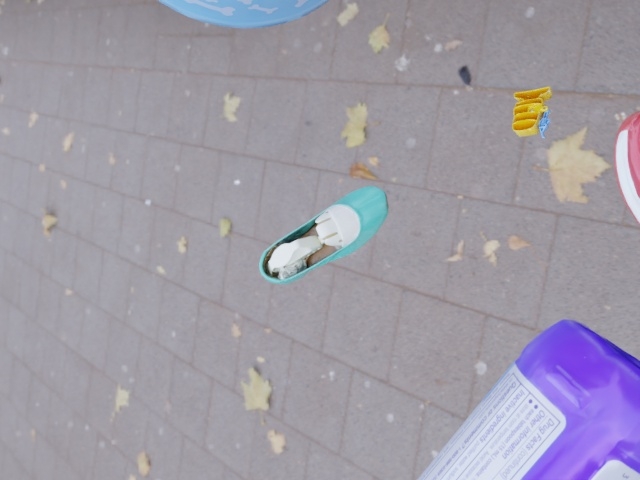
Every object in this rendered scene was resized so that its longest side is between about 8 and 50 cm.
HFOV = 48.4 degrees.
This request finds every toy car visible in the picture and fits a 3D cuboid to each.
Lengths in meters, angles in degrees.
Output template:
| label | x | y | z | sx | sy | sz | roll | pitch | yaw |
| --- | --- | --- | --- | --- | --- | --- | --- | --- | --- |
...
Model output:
| label | x | y | z | sx | sy | sz | roll | pitch | yaw |
| --- | --- | --- | --- | --- | --- | --- | --- | --- | --- |
| toy car | 0.172 | -0.054 | 0.410 | 0.122 | 0.060 | 0.041 | 6 | 65 | 28 |

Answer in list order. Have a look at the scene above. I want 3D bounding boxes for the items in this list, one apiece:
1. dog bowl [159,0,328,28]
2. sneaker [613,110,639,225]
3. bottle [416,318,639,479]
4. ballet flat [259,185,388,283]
| label | x | y | z | sx | sy | sz | roll | pitch | yaw |
| --- | --- | --- | --- | --- | --- | --- | --- | --- | --- |
| dog bowl | -0.010 | -0.255 | 0.350 | 0.297 | 0.165 | 0.074 | -62 | 8 | 4 |
| sneaker | 0.336 | -0.019 | 0.588 | 0.221 | 0.087 | 0.128 | 66 | 166 | 1 |
| bottle | 0.080 | 0.176 | 0.373 | 0.283 | 0.118 | 0.092 | -54 | 41 | 10 |
| ballet flat | 0.000 | 0.000 | 1.127 | 0.247 | 0.087 | 0.083 | -34 | 81 | 24 |
